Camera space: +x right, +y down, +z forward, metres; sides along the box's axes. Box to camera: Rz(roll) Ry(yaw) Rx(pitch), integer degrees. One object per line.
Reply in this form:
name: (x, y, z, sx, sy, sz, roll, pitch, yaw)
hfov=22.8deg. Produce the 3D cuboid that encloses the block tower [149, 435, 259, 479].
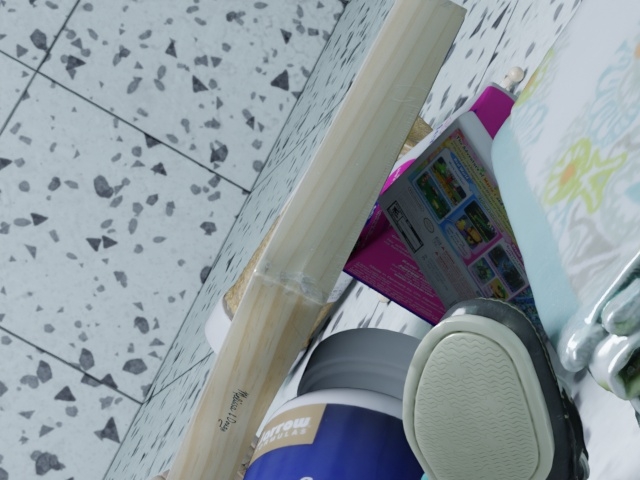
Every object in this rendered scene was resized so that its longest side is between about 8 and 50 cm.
block tower: (-0.130, 0.263, 1.385, 0.097, 0.091, 0.335, -54, -16, 23)

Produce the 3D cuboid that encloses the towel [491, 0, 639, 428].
towel: (0.222, -0.103, 0.838, 0.320, 0.090, 0.374, -54, 15, 19)

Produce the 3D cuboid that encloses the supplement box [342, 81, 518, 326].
supplement box: (0.119, -0.022, 1.299, 0.111, 0.114, 0.220, -63, 11, -25)

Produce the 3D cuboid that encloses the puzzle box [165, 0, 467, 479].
puzzle box: (-0.015, 0.026, 1.200, 0.409, 0.052, 0.272, 116, 180, -58)

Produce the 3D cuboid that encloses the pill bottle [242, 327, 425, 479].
pill bottle: (0.015, 0.195, 1.060, 0.153, 0.153, 0.265, -51, 13, 46)

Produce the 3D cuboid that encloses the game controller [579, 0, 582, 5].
game controller: (0.283, -0.229, 1.240, 0.319, 0.067, 0.167, 175, 107, -80)

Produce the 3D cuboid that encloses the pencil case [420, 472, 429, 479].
pencil case: (0.079, 0.202, 0.951, 0.152, 0.070, 0.064, -70, -31, -45)

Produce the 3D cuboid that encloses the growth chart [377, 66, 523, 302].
growth chart: (0.133, -0.059, 1.616, 0.237, 0.021, 0.172, -65, 11, -26)

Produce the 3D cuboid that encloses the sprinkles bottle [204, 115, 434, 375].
sprinkles bottle: (0.000, 0.000, 1.841, 0.355, 0.121, 0.121, -56, 10, 24)

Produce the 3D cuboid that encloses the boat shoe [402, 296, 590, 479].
boat shoe: (0.099, 0.100, 0.840, 0.079, 0.084, 0.233, -59, -31, -32)

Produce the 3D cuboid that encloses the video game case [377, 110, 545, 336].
video game case: (0.115, 0.004, 1.146, 0.019, 0.157, 0.143, -27, -10, -32)
